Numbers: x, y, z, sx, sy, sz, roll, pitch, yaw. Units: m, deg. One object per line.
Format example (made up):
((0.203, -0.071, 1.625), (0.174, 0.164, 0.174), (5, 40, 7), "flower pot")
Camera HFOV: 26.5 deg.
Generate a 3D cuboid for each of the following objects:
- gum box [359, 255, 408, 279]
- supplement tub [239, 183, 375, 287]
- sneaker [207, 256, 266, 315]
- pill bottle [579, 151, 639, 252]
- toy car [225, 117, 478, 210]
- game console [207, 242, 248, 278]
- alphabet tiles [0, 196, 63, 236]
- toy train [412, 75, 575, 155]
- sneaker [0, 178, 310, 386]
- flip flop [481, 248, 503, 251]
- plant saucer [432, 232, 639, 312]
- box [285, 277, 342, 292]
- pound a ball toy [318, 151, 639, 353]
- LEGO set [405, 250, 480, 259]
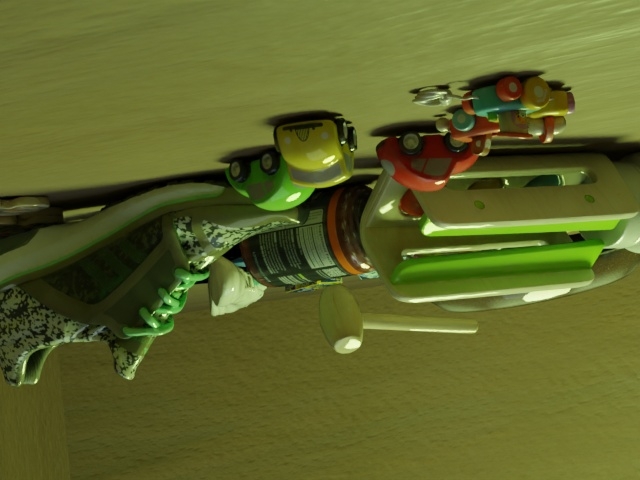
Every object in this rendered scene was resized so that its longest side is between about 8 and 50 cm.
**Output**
((0.131, 0.008, 2.059), (0.184, 0.041, 0.157), (-7, 160, 13), "gum box")
((0.011, -0.007, 1.583), (0.198, 0.106, 0.106), (-10, 174, 33), "supplement tub")
((-0.125, 0.066, 2.101), (0.094, 0.080, 0.212), (-5, 170, -8), "sneaker")
((0.405, -0.046, 1.580), (0.208, 0.119, 0.119), (-3, 174, -29), "pill bottle")
((0.002, -0.061, 1.237), (0.239, 0.053, 0.225), (1, 172, -44), "toy car")
((-0.155, 0.038, 2.226), (0.213, 0.044, 0.361), (-5, 174, -21), "game console")
((-0.422, -0.014, 1.428), (0.284, 0.021, 0.278), (-1, 172, -43), "alphabet tiles")
((0.141, -0.095, 1.107), (0.125, 0.046, 0.166), (-9, 175, 20), "toy train")
((-0.190, 0.051, 1.449), (0.410, 0.182, 0.158), (-17, 174, 18), "sneaker")
((0.271, -0.010, 1.961), (0.112, 0.080, 0.277), (-31, 161, 1), "flip flop")
((0.270, 0.040, 1.718), (0.311, 0.050, 0.310), (-12, -177, 1), "plant saucer")
((-0.016, 0.062, 2.572), (0.054, 0.059, 0.169), (-2, 173, -22), "box")
((0.155, -0.001, 1.485), (0.319, 0.135, 0.208), (-4, 138, -28), "pound a ball toy")
((0.168, -0.039, 1.682), (0.132, 0.107, 0.287), (-44, -168, -32), "LEGO set")
